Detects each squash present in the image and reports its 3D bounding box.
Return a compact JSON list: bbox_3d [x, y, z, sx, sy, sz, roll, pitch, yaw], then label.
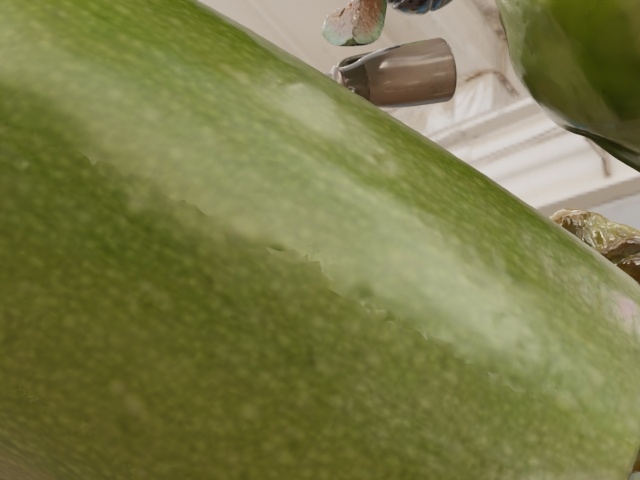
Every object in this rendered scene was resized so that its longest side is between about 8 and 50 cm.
[{"bbox_3d":[-0.061,0.028,0.439,0.384,0.263,0.263,31,-35,-6],"label":"squash"}]

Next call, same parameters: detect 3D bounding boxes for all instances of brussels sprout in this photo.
[{"bbox_3d":[0.240,-0.164,0.528,0.317,0.273,0.242,33,-71,-5],"label":"brussels sprout"}]

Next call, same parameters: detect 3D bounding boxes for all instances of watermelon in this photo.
[{"bbox_3d":[0.045,-0.328,1.266,0.101,0.155,0.080,-11,-39,14],"label":"watermelon"}]

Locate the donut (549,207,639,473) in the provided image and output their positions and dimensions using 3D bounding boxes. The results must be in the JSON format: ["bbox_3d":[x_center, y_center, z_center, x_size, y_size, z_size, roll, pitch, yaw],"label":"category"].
[{"bbox_3d":[0.326,0.139,1.090,0.361,0.360,0.170,11,-8,-3],"label":"donut"}]

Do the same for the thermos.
[{"bbox_3d":[0.104,-0.268,1.366,0.193,0.137,0.105,-13,-48,-13],"label":"thermos"}]

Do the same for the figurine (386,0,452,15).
[{"bbox_3d":[0.160,-0.474,1.366,0.197,0.175,0.265,10,-6,-3],"label":"figurine"}]
